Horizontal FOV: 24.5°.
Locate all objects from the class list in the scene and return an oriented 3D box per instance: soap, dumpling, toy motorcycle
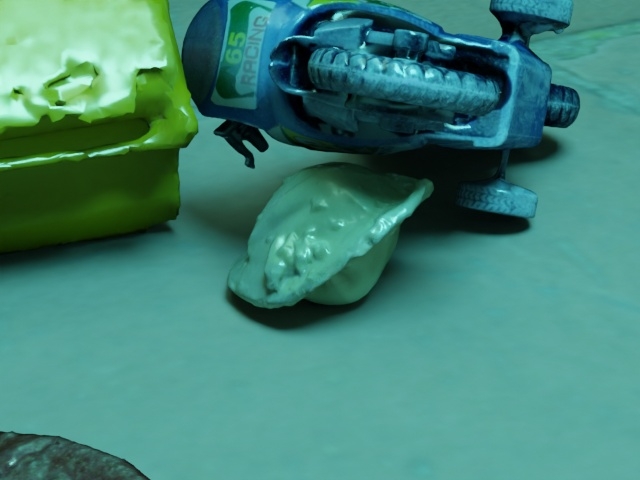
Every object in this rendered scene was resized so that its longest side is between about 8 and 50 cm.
[{"bbox_3d":[-0.218,-0.085,0.563,0.324,0.096,0.204,-9,66,-18],"label":"soap"},{"bbox_3d":[-0.001,-0.002,0.539,0.076,0.052,0.057,11,13,19],"label":"dumpling"},{"bbox_3d":[0.028,-0.065,0.610,0.135,0.092,0.254,11,6,19],"label":"toy motorcycle"}]

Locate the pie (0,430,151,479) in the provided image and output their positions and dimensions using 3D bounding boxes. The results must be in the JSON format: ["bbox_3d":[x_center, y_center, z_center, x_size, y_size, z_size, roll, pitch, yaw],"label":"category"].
[{"bbox_3d":[-0.101,0.091,0.354,0.154,0.036,0.154,-1,24,0],"label":"pie"}]
